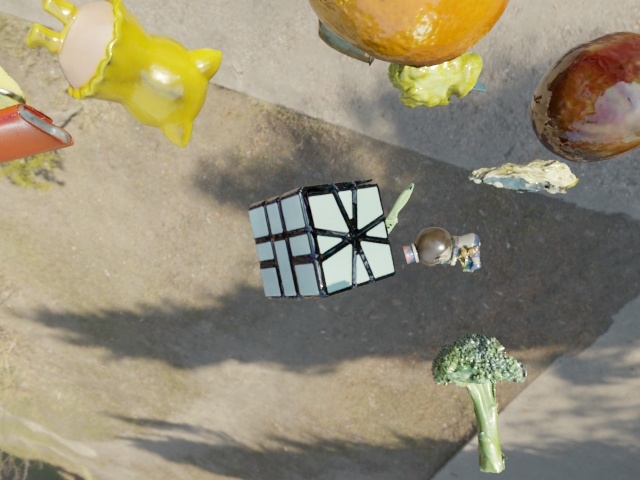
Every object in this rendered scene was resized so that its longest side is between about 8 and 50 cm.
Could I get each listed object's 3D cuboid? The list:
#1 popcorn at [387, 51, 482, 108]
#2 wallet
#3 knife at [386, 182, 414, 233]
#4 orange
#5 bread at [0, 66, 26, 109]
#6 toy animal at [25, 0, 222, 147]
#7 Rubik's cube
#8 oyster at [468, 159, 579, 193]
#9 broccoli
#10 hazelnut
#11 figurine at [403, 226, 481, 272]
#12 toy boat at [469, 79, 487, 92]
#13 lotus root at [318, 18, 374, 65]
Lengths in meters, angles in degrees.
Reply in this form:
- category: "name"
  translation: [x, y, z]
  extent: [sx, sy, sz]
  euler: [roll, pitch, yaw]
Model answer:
- category: "popcorn"
  translation: [0.325, -0.513, 1.347]
  extent: [0.242, 0.250, 0.234]
  euler: [15, 118, -23]
- category: "wallet"
  translation: [-0.643, -0.214, 0.922]
  extent: [0.205, 0.045, 0.142]
  euler: [-10, 163, 12]
- category: "knife"
  translation: [0.234, -0.074, 1.451]
  extent: [0.043, 0.293, 0.019]
  euler: [29, 161, 20]
- category: "orange"
  translation: [0.155, -0.524, 0.865]
  extent: [0.424, 0.423, 0.326]
  euler: [31, 136, -2]
- category: "bread"
  translation: [-0.806, -0.316, 1.018]
  extent: [0.236, 0.198, 0.263]
  euler: [43, 148, -16]
- category: "toy animal"
  translation: [-0.258, -0.238, 0.609]
  extent: [0.230, 0.155, 0.156]
  euler: [18, 148, -41]
- category: "Rubik's cube"
  translation: [0.000, 0.000, 1.263]
  extent: [0.284, 0.289, 0.293]
  euler: [-14, 86, 52]
- category: "oyster"
  translation: [0.429, -0.140, 0.959]
  extent: [0.209, 0.133, 0.071]
  euler: [10, 92, 32]
- category: "broccoli"
  translation: [0.242, 0.245, 0.681]
  extent: [0.123, 0.203, 0.118]
  euler: [-9, 169, -6]
- category: "hazelnut"
  translation: [0.847, -0.414, 1.326]
  extent: [0.421, 0.421, 0.352]
  euler: [-8, 114, 32]
- category: "figurine"
  translation: [0.438, 0.034, 1.622]
  extent: [0.276, 0.161, 0.158]
  euler: [9, 132, 13]
- category: "toy boat"
  translation: [0.539, -0.606, 1.745]
  extent: [0.292, 0.210, 0.070]
  euler: [9, 124, -11]
- category: "lotus root"
  translation: [0.100, -0.710, 1.401]
  extent: [0.250, 0.316, 0.316]
  euler: [10, 134, 0]
